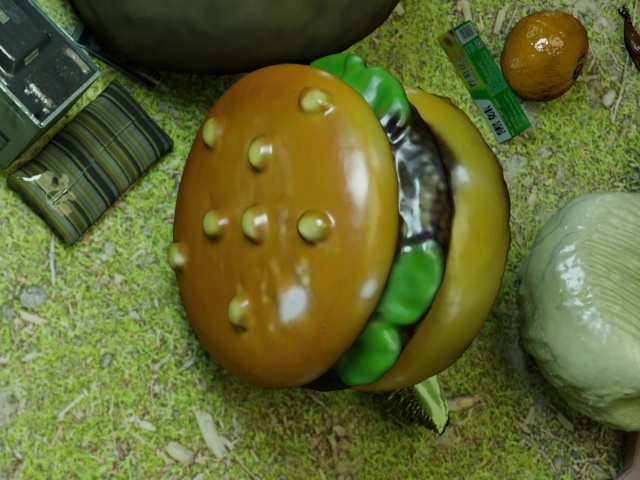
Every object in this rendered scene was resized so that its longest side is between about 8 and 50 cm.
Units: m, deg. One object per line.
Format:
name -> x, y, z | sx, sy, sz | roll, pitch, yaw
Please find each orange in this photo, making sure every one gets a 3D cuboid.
orange -> 0.316, -0.265, 2.191 | 0.117, 0.135, 0.135 | 17, 61, 16

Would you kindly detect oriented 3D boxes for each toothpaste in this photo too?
toothpaste -> 0.233, -0.226, 2.181 | 0.043, 0.037, 0.178 | -35, 96, -38
toothpaste -> -0.244, -0.221, 1.892 | 0.140, 0.021, 0.037 | 32, 57, -18

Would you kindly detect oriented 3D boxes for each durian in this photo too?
durian -> 0.094, 0.144, 1.955 | 0.095, 0.137, 0.221 | -15, 90, 0

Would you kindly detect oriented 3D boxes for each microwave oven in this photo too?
microwave oven -> -0.367, -0.209, 1.726 | 0.205, 0.163, 0.129 | 46, 55, -9

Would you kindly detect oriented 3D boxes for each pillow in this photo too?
pillow -> -0.269, -0.096, 1.828 | 0.113, 0.038, 0.203 | 48, 57, -12

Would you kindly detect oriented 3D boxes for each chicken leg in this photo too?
chicken leg -> 0.497, -0.295, 2.368 | 0.145, 0.037, 0.062 | 57, 34, -6

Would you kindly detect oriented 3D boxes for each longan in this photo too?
longan -> -0.091, -0.388, 1.809 | 0.436, 0.404, 0.404 | -10, 82, -32

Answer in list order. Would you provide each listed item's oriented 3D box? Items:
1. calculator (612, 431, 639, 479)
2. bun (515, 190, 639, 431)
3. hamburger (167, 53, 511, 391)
calculator -> 0.546, 0.344, 2.213 | 0.329, 0.048, 0.220 | 30, 61, -24
bun -> 0.420, 0.096, 2.087 | 0.349, 0.227, 0.352 | 39, 54, -11
hamburger -> 0.000, 0.000, 1.764 | 0.277, 0.395, 0.396 | 6, 73, -40
